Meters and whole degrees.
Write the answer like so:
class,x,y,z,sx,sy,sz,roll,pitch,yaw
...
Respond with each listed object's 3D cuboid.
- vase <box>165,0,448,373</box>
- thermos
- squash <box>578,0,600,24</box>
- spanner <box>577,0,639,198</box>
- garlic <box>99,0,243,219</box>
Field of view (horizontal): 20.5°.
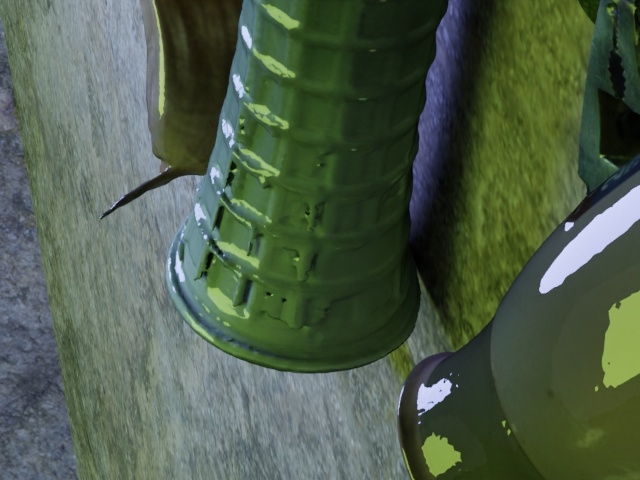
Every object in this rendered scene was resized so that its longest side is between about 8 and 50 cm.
class,x,y,z,sx,sy,sz,roll,pitch,yaw
vase,0.005,-0.083,0.867,0.299,0.143,0.143,100,156,-44
thermos,0.107,0.014,0.475,0.193,0.105,0.137,-36,25,39
squash,0.134,-0.103,0.516,0.229,0.066,0.066,162,99,-74
spanner,0.116,0.055,0.625,0.095,0.040,0.325,43,149,49
garlic,-0.081,-0.113,1.152,0.090,0.128,0.198,-146,57,-67
